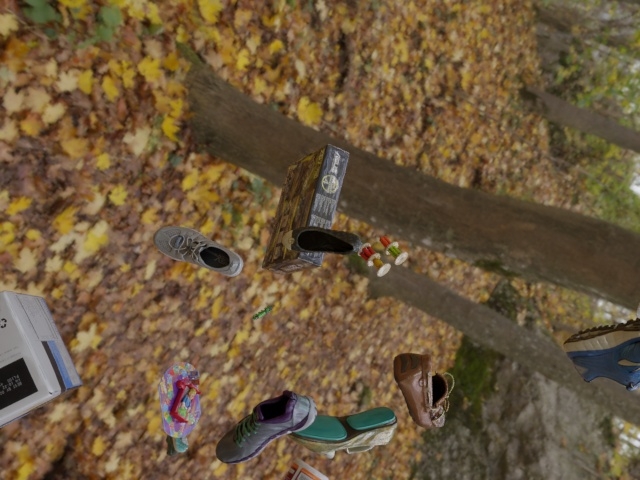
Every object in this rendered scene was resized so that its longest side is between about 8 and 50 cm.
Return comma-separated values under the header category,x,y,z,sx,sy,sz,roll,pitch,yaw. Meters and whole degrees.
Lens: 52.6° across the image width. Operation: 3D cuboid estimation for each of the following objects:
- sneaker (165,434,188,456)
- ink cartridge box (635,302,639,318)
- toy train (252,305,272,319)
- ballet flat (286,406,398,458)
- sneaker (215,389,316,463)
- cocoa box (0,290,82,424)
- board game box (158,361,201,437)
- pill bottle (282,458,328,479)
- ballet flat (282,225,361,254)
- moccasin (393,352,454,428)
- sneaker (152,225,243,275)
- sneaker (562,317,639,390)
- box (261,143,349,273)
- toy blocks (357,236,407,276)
category,x,y,z,sx,sy,sz,roll,pitch,yaw
sneaker,-0.478,0.631,2.116,0.076,0.065,0.166,-41,-148,19
ink cartridge box,0.680,0.087,1.221,0.181,0.104,0.061,-57,174,-25
toy train,-0.187,0.236,2.103,0.083,0.023,0.017,-33,112,-42
ballet flat,0.059,0.547,1.805,0.348,0.123,0.123,-1,131,-27
sneaker,-0.121,0.340,1.213,0.223,0.083,0.098,-32,137,11
cocoa box,-0.707,0.279,1.298,0.347,0.231,0.228,-26,175,-8
board game box,-0.307,0.363,1.475,0.133,0.033,0.169,-12,95,-63
pill bottle,-0.055,0.545,1.357,0.152,0.086,0.086,-56,166,-17
ballet flat,0.000,0.000,1.335,0.049,0.173,0.057,-16,107,-71
moccasin,0.332,0.458,1.968,0.139,0.147,0.380,-84,158,-47
sneaker,-0.365,0.021,1.920,0.115,0.281,0.105,106,2,-82
sneaker,0.742,0.260,1.495,0.130,0.147,0.330,-21,179,-45
box,-0.057,-0.095,2.150,0.318,0.097,0.395,-20,-127,63
toy blocks,0.183,0.029,2.040,0.123,0.148,0.054,-32,147,-16
